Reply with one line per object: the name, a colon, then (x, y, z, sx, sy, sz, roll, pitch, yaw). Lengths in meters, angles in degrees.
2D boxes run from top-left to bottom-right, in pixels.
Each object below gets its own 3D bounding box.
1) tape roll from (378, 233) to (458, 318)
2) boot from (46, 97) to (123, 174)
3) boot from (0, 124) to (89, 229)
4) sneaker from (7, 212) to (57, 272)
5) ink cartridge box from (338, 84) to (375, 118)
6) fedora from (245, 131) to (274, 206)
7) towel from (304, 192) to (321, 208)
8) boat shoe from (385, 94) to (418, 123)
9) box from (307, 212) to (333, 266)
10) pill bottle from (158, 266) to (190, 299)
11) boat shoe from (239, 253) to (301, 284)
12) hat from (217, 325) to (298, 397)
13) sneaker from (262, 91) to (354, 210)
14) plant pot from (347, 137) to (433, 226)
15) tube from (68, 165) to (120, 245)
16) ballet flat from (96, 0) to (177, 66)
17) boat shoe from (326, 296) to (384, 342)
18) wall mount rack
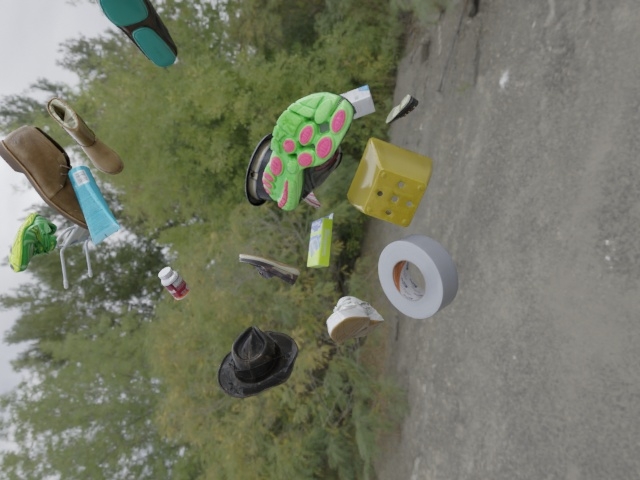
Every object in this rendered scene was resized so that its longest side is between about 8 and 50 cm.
tape roll: (0.259, 0.096, 1.364, 0.219, 0.072, 0.219, 25, 124, 43)
boot: (-0.819, -0.352, 1.778, 0.089, 0.236, 0.269, -50, 0, -13)
boot: (-0.676, -0.160, 1.310, 0.115, 0.305, 0.112, -41, 18, -7)
sneaker: (-0.961, 0.003, 1.716, 0.109, 0.124, 0.295, -56, 27, 24)
ink cartridge box: (0.086, -0.448, 1.706, 0.104, 0.180, 0.060, -91, -20, -52)
fedora: (-0.186, -0.288, 2.182, 0.334, 0.153, 0.334, -56, -20, -34)
towel: (-0.076, -0.202, 1.784, 0.029, 0.144, 0.197, -43, 46, 16)
boat shoe: (0.244, -0.389, 1.538, 0.133, 0.042, 0.049, -36, 36, 55)
box: (0.000, 0.000, 1.695, 0.109, 0.042, 0.178, 163, 115, -68)
pill bottle: (-0.679, 0.197, 2.351, 0.086, 0.086, 0.152, -87, -28, -53)
boat shoe: (-0.223, 0.127, 2.211, 0.103, 0.285, 0.092, 13, 86, 65)
hat: (-0.241, 0.398, 1.824, 0.331, 0.331, 0.134, -89, -15, -62)
sneaker: (-0.029, -0.271, 1.460, 0.202, 0.185, 0.483, -42, -2, -32)
plant pot: (0.213, -0.156, 1.513, 0.187, 0.212, 0.212, -86, 16, -66)
tube: (-0.571, -0.093, 1.273, 0.207, 0.080, 0.052, 60, -168, 18)
ballet flat: (-0.389, -0.475, 1.063, 0.280, 0.095, 0.096, 67, -173, -74)
boat shoe: (0.071, 0.186, 1.254, 0.096, 0.098, 0.277, 56, -168, 20)
wall mount rack: (-1.051, 0.037, 2.267, 0.304, 0.130, 0.350, -53, 1, 11)
